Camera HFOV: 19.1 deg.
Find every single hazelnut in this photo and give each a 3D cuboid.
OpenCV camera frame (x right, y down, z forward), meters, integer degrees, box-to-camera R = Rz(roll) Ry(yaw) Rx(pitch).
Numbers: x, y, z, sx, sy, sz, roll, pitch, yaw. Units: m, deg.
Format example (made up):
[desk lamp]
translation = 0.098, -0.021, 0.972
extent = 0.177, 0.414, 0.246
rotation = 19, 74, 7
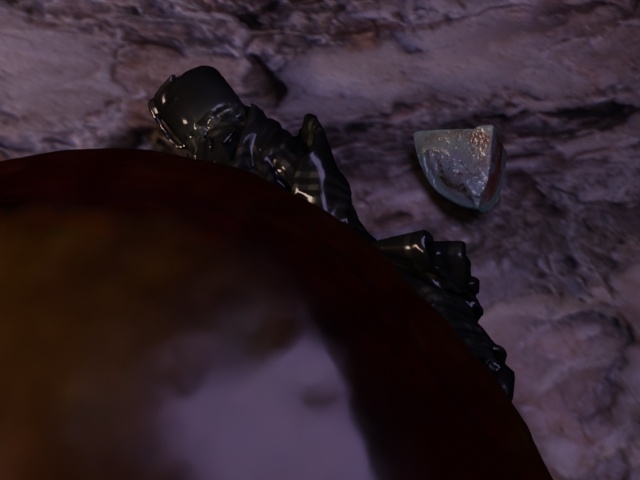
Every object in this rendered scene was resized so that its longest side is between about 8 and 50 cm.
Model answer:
[hazelnut]
translation = -0.072, 0.148, 0.868
extent = 0.429, 0.402, 0.402
rotation = 40, 41, 13

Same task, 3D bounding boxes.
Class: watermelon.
[watermelon]
translation = 0.116, -0.059, 1.437
extent = 0.085, 0.061, 0.085
rotation = 19, 32, -12

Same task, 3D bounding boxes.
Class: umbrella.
[umbrella]
translation = 0.011, -0.001, 1.270
extent = 0.154, 0.128, 0.336
rotation = -3, 48, -31
